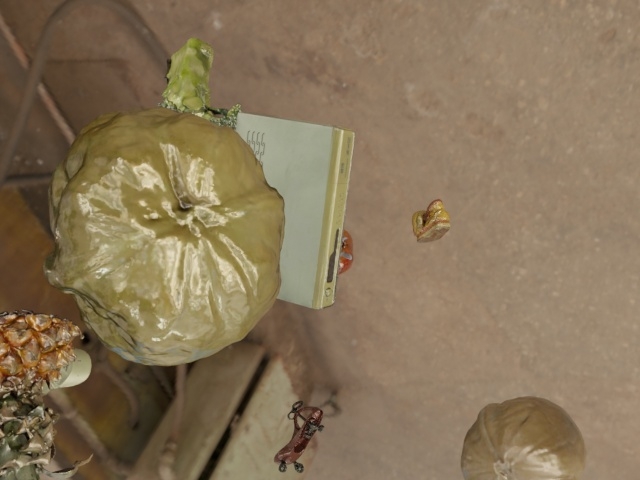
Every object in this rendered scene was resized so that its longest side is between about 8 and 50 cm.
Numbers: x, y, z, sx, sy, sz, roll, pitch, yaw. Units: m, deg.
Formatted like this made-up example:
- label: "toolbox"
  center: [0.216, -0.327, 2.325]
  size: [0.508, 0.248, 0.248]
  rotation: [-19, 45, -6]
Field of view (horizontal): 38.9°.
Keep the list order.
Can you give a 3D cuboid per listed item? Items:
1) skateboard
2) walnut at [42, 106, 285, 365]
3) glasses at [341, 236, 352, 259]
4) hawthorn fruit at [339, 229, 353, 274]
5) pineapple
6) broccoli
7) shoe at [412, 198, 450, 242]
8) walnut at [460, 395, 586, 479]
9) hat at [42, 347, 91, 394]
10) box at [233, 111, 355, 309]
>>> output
- label: "skateboard"
  center: [-0.047, 0.401, 1.863]
  size: [0.080, 0.151, 0.067]
  rotation: [36, -170, 39]
- label: "walnut"
  center: [-0.178, -0.008, 1.011]
  size: [0.282, 0.253, 0.277]
  rotation: [50, 155, -19]
- label: "glasses"
  center: [0.000, 0.000, 1.572]
  size: [0.062, 0.140, 0.104]
  rotation: [-37, 115, 19]
- label: "hawthorn fruit"
  center: [0.016, 0.028, 2.005]
  size: [0.128, 0.128, 0.128]
  rotation: [19, 143, 15]
- label: "pineapple"
  center: [-0.486, 0.275, 1.406]
  size: [0.263, 0.271, 0.262]
  rotation: [-12, 158, -5]
- label: "broccoli"
  center: [-0.248, -0.259, 1.854]
  size: [0.252, 0.361, 0.221]
  rotation: [24, 135, -2]
- label: "shoe"
  center: [0.222, -0.038, 1.793]
  size: [0.072, 0.069, 0.109]
  rotation: [-7, 168, -4]
- label: "walnut"
  center: [0.229, 0.244, 1.027]
  size: [0.140, 0.162, 0.140]
  rotation: [2, 99, 13]
- label: "hat"
  center: [-0.573, 0.275, 1.948]
  size: [0.166, 0.122, 0.081]
  rotation: [2, 147, -34]
- label: "box"
  center: [-0.055, -0.048, 1.350]
  size: [0.211, 0.045, 0.270]
  rotation: [12, 103, 31]
